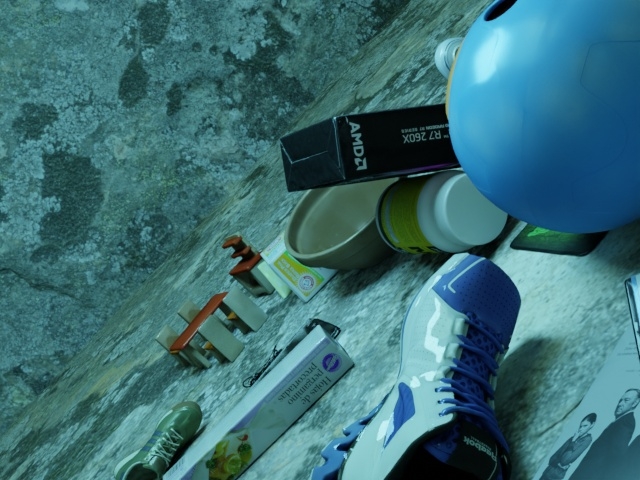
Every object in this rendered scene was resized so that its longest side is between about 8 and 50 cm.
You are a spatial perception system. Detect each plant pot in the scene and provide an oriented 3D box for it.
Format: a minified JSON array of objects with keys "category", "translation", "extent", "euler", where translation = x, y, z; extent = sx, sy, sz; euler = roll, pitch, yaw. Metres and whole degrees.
[{"category":"plant pot","translation":[0.063,-0.030,1.656],"extent":[0.237,0.110,0.237],"euler":[-30,32,21]}]

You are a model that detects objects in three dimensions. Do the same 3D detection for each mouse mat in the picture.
[{"category":"mouse mat","translation":[0.325,-0.041,1.225],"extent":[0.152,0.007,0.190],"euler":[-47,14,-10]}]

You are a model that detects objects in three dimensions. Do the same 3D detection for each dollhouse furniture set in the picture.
[{"category":"dollhouse furniture set","translation":[-0.208,0.123,1.970],"extent":[0.259,0.135,0.262],"euler":[-51,16,-25]}]

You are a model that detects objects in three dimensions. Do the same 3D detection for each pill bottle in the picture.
[{"category":"pill bottle","translation":[0.172,-0.040,1.415],"extent":[0.119,0.119,0.208],"euler":[-48,14,-15]}]

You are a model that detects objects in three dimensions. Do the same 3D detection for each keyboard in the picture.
[{"category":"keyboard","translation":[-0.049,0.203,1.545],"extent":[0.192,0.038,0.100],"euler":[-48,38,-18]}]

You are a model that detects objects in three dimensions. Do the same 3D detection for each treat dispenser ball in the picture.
[{"category":"treat dispenser ball","translation":[0.282,-0.151,1.078],"extent":[0.288,0.288,0.288],"euler":[-41,15,13]}]

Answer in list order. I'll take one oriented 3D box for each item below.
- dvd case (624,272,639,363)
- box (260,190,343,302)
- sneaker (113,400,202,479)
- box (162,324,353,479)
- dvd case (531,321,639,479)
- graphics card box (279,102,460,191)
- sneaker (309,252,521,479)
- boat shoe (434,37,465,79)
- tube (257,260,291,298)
[{"category":"dvd case","translation":[0.354,0.048,0.722],"extent":[0.253,0.022,0.180],"euler":[-27,34,27]},{"category":"box","translation":[0.000,0.000,1.807],"extent":[0.203,0.103,0.114],"euler":[-45,14,-2]},{"category":"sneaker","translation":[-0.265,0.357,1.633],"extent":[0.192,0.064,0.086],"euler":[-44,22,3]},{"category":"box","translation":[-0.092,0.259,1.410],"extent":[0.324,0.063,0.067],"euler":[-45,16,0]},{"category":"dvd case","translation":[0.276,0.142,0.796],"extent":[0.238,0.029,0.179],"euler":[-50,15,-23]},{"category":"graphics card box","translation":[0.150,-0.145,1.442],"extent":[0.371,0.094,0.233],"euler":[-9,2,-22]},{"category":"sneaker","translation":[0.133,0.168,0.966],"extent":[0.315,0.127,0.182],"euler":[-56,21,-18]},{"category":"boat shoe","translation":[0.286,-0.261,1.537],"extent":[0.076,0.226,0.083],"euler":[2,78,60]},{"category":"tube","translation":[-0.009,0.003,1.903],"extent":[0.240,0.062,0.070],"euler":[-42,21,3]}]
